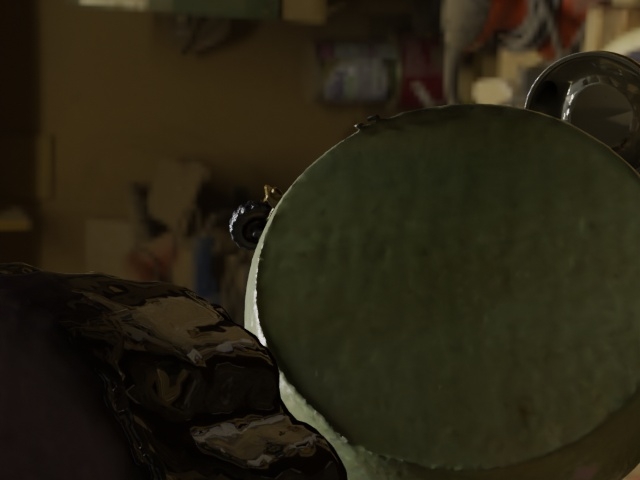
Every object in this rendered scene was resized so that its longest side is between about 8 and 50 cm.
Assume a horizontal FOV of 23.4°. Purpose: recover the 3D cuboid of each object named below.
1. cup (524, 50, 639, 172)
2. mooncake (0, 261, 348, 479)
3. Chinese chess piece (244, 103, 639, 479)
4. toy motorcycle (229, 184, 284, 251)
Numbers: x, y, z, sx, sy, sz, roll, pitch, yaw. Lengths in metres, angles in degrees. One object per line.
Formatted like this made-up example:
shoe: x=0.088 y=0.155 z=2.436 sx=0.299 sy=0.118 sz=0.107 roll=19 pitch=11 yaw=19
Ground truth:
cup: x=0.381 y=-0.153 z=2.151 sx=0.226 sy=0.185 sz=0.241 roll=-36 pitch=-34 yaw=-70
mooncake: x=-0.145 y=0.206 z=1.010 sx=0.350 sy=0.212 sz=0.381 roll=21 pitch=109 yaw=38
Chinese chess piece: x=0.116 y=0.060 z=1.212 sx=0.146 sy=0.349 sz=0.349 roll=78 pitch=180 yaw=-58
toy motorcycle: x=0.000 y=0.000 z=1.932 sx=0.130 sy=0.229 sz=0.094 roll=-42 pitch=32 yaw=24
